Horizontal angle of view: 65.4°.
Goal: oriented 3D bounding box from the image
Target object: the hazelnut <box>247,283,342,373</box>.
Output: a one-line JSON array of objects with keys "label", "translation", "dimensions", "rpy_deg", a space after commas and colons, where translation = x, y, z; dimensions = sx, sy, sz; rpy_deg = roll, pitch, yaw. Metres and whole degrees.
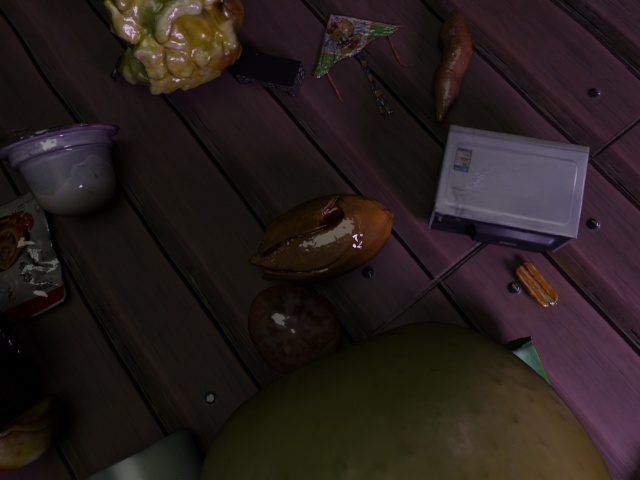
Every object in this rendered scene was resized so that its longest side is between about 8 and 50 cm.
[{"label": "hazelnut", "translation": [-0.041, 0.136, 0.761], "dimensions": [0.154, 0.143, 0.143], "rpy_deg": [44, 85, 1]}]

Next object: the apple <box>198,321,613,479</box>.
[{"label": "apple", "translation": [0.097, 0.319, 0.535], "dimensions": [0.473, 0.473, 0.473], "rpy_deg": [-2, 76, 7]}]

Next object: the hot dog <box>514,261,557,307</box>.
[{"label": "hot dog", "translation": [0.340, 0.071, 0.789], "dimensions": [0.037, 0.021, 0.083], "rpy_deg": [-28, 73, -10]}]

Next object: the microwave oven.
[{"label": "microwave oven", "translation": [0.282, -0.075, 0.777], "dimensions": [0.205, 0.129, 0.163], "rpy_deg": [13, 80, 11]}]

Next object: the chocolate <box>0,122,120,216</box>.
[{"label": "chocolate", "translation": [-0.445, -0.114, 0.874], "dimensions": [0.221, 0.221, 0.147], "rpy_deg": [-9, 94, 5]}]

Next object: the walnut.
[{"label": "walnut", "translation": [0.000, 0.000, 0.801], "dimensions": [0.245, 0.137, 0.137], "rpy_deg": [-21, 74, 13]}]

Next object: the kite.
[{"label": "kite", "translation": [0.080, -0.335, 0.931], "dimensions": [0.198, 0.006, 0.244], "rpy_deg": [-28, 74, 0]}]

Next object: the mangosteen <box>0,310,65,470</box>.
[{"label": "mangosteen", "translation": [-0.608, 0.238, 0.706], "dimensions": [0.421, 0.381, 0.381], "rpy_deg": [39, 84, 3]}]

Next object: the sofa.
[{"label": "sofa", "translation": [-0.093, -0.312, 0.933], "dimensions": [0.118, 0.039, 0.060], "rpy_deg": [16, 78, 12]}]

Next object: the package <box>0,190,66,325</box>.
[{"label": "package", "translation": [-0.552, 0.030, 0.914], "dimensions": [0.154, 0.030, 0.239], "rpy_deg": [-23, 76, 5]}]

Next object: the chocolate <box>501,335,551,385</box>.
[{"label": "chocolate", "translation": [0.310, 0.290, 0.702], "dimensions": [0.110, 0.110, 0.291], "rpy_deg": [-22, 77, 2]}]

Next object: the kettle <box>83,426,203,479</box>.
[{"label": "kettle", "translation": [-0.233, 0.435, 0.721], "dimensions": [0.240, 0.165, 0.255], "rpy_deg": [-36, 77, 29]}]

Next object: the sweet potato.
[{"label": "sweet potato", "translation": [0.232, -0.311, 0.878], "dimensions": [0.065, 0.051, 0.218], "rpy_deg": [-5, 70, 49]}]

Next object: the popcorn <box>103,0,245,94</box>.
[{"label": "popcorn", "translation": [-0.250, -0.389, 0.868], "dimensions": [0.237, 0.293, 0.293], "rpy_deg": [15, 78, -8]}]
